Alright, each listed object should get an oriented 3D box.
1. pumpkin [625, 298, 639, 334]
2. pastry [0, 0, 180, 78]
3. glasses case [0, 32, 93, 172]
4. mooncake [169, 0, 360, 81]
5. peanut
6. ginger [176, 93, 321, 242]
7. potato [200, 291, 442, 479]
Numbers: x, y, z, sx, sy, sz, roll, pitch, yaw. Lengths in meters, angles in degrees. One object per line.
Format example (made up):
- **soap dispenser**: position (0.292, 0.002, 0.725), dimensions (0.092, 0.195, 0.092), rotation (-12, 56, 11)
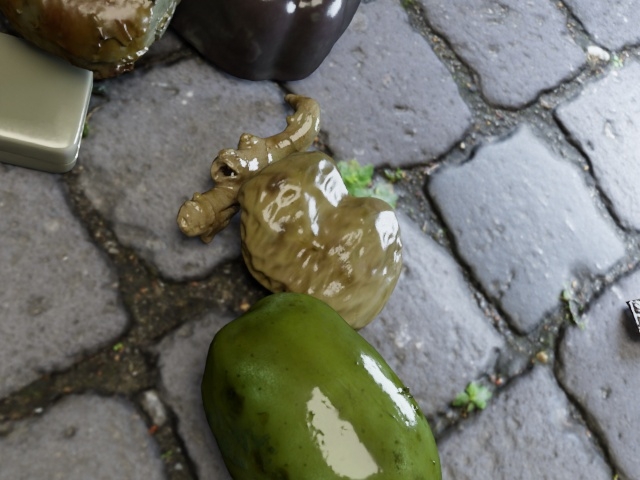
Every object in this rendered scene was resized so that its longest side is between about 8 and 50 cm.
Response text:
- **pumpkin**: position (0.517, 0.126, 1.089), dimensions (0.101, 0.035, 0.073), rotation (7, 58, -17)
- **pastry**: position (-0.251, -0.292, 0.780), dimensions (0.218, 0.100, 0.229), rotation (-10, 77, -16)
- **glasses case**: position (-0.418, -0.173, 0.770), dimensions (0.312, 0.070, 0.131), rotation (13, 67, -19)
- **mooncake**: position (-0.074, -0.377, 0.948), dimensions (0.306, 0.154, 0.306), rotation (8, 67, -19)
- **peanut**: position (0.000, 0.000, 0.860), dimensions (0.233, 0.110, 0.197), rotation (42, 65, -10)
- **ginger**: position (-0.084, -0.104, 0.889), dimensions (0.288, 0.075, 0.089), rotation (-52, 132, -30)
- **potato**: position (0.000, 0.204, 0.743), dimensions (0.216, 0.216, 0.304), rotation (-39, 83, -29)
